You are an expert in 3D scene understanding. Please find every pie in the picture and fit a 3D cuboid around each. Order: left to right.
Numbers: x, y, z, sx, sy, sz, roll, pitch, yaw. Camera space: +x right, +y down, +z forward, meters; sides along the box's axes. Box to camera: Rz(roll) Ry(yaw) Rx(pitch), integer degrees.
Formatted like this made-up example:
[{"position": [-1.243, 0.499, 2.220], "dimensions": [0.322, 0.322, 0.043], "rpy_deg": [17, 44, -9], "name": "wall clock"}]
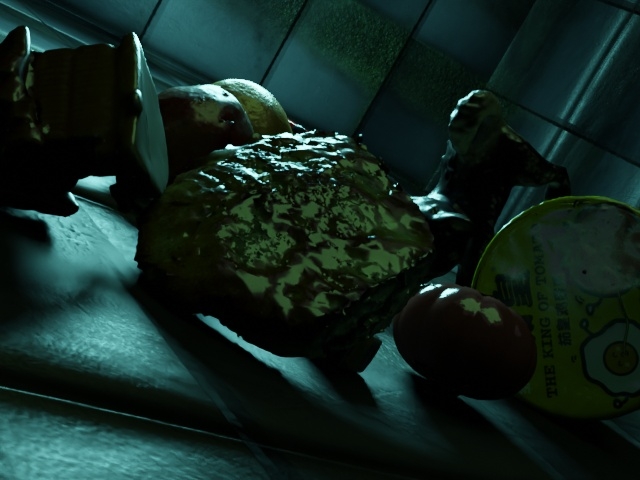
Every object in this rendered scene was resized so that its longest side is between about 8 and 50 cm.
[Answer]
[{"position": [-0.038, -0.007, 1.073], "dimensions": [0.288, 0.103, 0.355], "rpy_deg": [34, 43, 26], "name": "pie"}]

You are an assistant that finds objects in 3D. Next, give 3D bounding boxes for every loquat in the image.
[{"position": [-0.129, -0.153, 1.581], "dimensions": [0.176, 0.187, 0.234], "rpy_deg": [37, -12, 50], "name": "loquat"}]

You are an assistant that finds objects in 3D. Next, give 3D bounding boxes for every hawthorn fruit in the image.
[{"position": [-0.198, -0.128, 1.378], "dimensions": [0.181, 0.181, 0.235], "rpy_deg": [33, 28, 19], "name": "hawthorn fruit"}]

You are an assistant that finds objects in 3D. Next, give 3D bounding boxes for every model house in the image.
[{"position": [-0.280, -0.111, 1.025], "dimensions": [0.229, 0.199, 0.219], "rpy_deg": [-5, -30, 1], "name": "model house"}]

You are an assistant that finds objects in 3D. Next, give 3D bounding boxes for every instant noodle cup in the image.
[{"position": [0.389, 0.104, 1.515], "dimensions": [0.325, 0.325, 0.254], "rpy_deg": [31, 0, 9], "name": "instant noodle cup"}]

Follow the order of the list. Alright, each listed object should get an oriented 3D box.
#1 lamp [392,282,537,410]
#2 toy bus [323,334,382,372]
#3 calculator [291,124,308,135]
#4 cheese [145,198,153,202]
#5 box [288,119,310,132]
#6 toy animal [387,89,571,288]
[{"position": [0.171, 0.131, 1.191], "dimensions": [0.182, 0.140, 0.182], "rpy_deg": [26, -9, 4], "name": "lamp"}, {"position": [-0.001, 0.084, 1.128], "dimensions": [0.072, 0.057, 0.172], "rpy_deg": [26, 11, -40], "name": "toy bus"}, {"position": [0.013, -0.079, 1.673], "dimensions": [0.268, 0.040, 0.177], "rpy_deg": [57, -19, 12], "name": "calculator"}, {"position": [-0.167, -0.028, 1.220], "dimensions": [0.235, 0.049, 0.127], "rpy_deg": [38, 15, 27], "name": "cheese"}, {"position": [-0.075, -0.145, 1.817], "dimensions": [0.100, 0.152, 0.048], "rpy_deg": [33, 11, 21], "name": "box"}, {"position": [0.220, -0.065, 1.629], "dimensions": [0.194, 0.344, 0.302], "rpy_deg": [32, -9, 38], "name": "toy animal"}]
